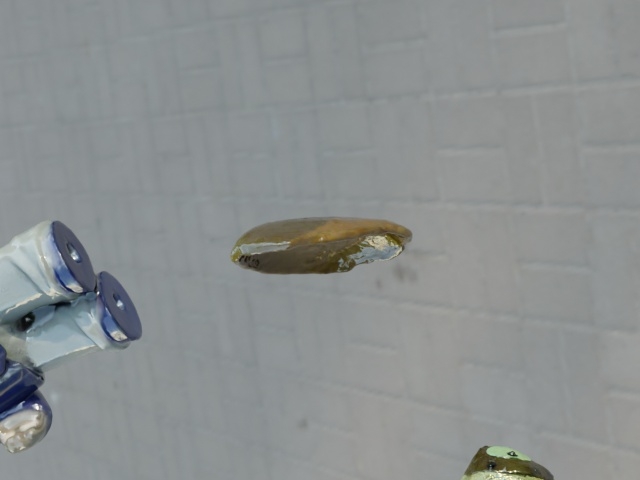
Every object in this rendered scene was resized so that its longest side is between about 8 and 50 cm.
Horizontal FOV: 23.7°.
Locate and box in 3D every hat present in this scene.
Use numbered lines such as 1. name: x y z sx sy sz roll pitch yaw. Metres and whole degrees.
1. hat: 0.148 0.208 1.201 0.076 0.077 0.059 -61 5 5

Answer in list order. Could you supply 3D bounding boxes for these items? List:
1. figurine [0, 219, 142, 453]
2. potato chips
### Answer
1. figurine: -0.240 0.080 0.850 0.274 0.194 0.133 -51 32 22
2. potato chips: 0.000 0.000 1.600 0.150 0.202 0.049 152 115 -63
